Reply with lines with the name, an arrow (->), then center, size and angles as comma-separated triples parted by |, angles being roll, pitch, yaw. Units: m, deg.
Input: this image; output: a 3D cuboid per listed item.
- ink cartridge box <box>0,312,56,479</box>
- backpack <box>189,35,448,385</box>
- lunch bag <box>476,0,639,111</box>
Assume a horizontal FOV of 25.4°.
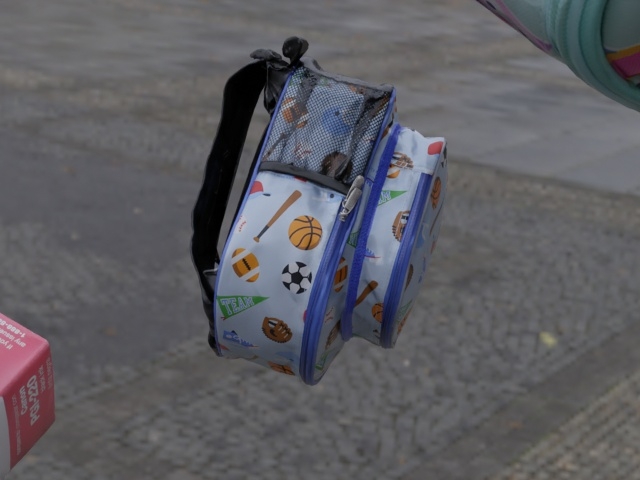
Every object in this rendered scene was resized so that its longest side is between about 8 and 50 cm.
ink cartridge box -> -0.280, 0.116, 0.812 | 0.158, 0.092, 0.218 | 28, 53, 14
backpack -> 0.000, 0.000, 1.307 | 0.213, 0.263, 0.276 | 22, -18, 16
lunch bag -> 0.164, -0.160, 0.407 | 0.224, 0.279, 0.108 | 14, 28, -53
